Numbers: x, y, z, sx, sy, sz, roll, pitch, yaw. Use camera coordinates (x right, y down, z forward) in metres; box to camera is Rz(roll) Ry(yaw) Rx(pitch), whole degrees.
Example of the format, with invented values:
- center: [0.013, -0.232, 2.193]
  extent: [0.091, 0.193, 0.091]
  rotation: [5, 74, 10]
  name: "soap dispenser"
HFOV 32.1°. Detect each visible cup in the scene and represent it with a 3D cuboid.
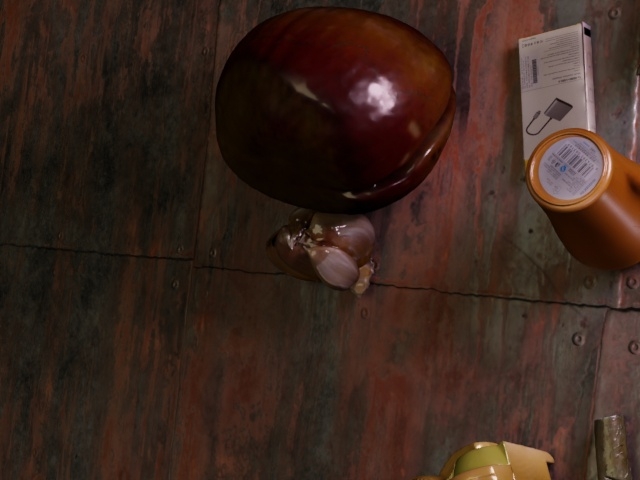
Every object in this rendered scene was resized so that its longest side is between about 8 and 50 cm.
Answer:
- center: [0.441, -0.071, 1.704]
  extent: [0.226, 0.264, 0.182]
  rotation: [-10, 69, 28]
  name: "cup"

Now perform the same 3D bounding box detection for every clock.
- center: [0.241, 0.492, 1.833]
  extent: [0.317, 0.200, 0.244]
  rotation: [-42, 44, 40]
  name: "clock"

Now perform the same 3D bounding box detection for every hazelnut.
- center: [0.015, -0.249, 1.994]
  extent: [0.429, 0.402, 0.401]
  rotation: [9, 90, 43]
  name: "hazelnut"

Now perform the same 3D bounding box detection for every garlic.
- center: [0.000, 0.000, 2.137]
  extent: [0.214, 0.191, 0.160]
  rotation: [22, 73, 51]
  name: "garlic"

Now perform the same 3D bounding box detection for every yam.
- center: [0.461, 0.342, 1.753]
  extent: [0.054, 0.054, 0.132]
  rotation: [-11, 75, 39]
  name: "yam"

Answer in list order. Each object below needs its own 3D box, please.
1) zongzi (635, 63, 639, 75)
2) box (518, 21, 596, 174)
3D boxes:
- center: [0.650, -0.369, 1.615]
  extent: [0.323, 0.160, 0.360]
  rotation: [30, 103, 40]
  name: "zongzi"
- center: [0.403, -0.238, 1.896]
  extent: [0.129, 0.033, 0.247]
  rotation: [-7, 79, 39]
  name: "box"
